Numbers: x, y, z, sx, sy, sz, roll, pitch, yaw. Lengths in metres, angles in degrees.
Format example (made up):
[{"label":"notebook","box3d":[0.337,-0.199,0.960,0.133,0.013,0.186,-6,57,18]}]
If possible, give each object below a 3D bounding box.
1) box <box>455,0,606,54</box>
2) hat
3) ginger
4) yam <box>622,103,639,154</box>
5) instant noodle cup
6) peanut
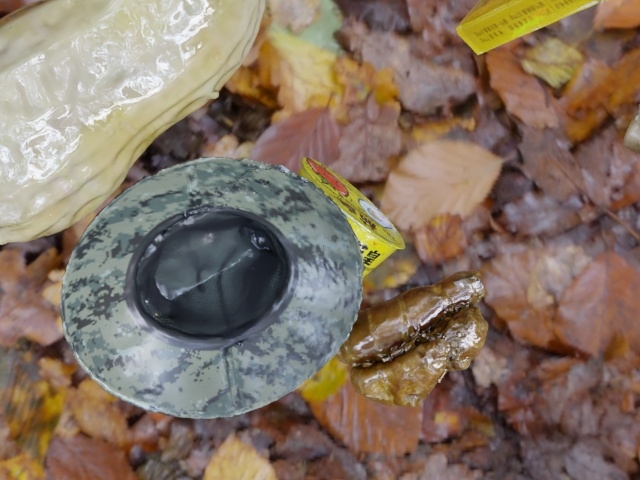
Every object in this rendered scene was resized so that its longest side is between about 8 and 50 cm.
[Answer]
[{"label":"box","box3d":[0.224,-0.242,0.908,0.043,0.269,0.152,42,74,-13]},{"label":"hat","box3d":[-0.102,0.029,1.004,0.265,0.128,0.265,-4,109,-11]},{"label":"ginger","box3d":[0.088,0.095,1.027,0.162,0.073,0.103,-28,63,13]},{"label":"yam","box3d":[0.362,-0.054,0.903,0.241,0.057,0.056,25,110,26]},{"label":"instant noodle cup","box3d":[0.000,0.000,1.484,0.182,0.182,0.144,39,104,-8]},{"label":"peanut","box3d":[-0.150,-0.131,0.782,0.313,0.149,0.149,-44,100,-3]}]
